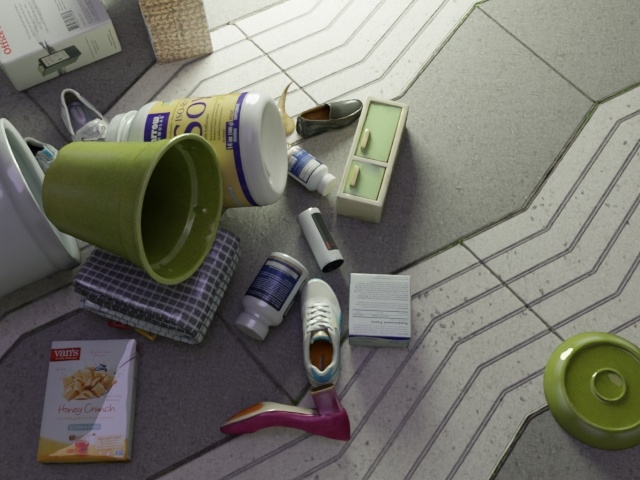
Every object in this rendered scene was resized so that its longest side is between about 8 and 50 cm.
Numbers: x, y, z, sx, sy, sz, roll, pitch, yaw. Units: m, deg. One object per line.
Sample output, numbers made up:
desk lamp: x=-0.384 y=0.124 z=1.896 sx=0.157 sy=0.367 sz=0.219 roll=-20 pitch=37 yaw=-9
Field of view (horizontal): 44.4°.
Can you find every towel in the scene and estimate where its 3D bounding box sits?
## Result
towel: x=-0.328 y=0.056 z=1.573 sx=0.284 sy=0.121 sz=0.235 roll=18 pitch=66 yaw=8

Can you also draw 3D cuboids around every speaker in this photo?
speaker: x=0.000 y=0.000 z=1.683 sx=0.055 sy=0.055 sz=0.136 roll=-22 pitch=67 yaw=-9

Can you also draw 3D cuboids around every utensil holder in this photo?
utensil holder: x=-0.726 y=-0.014 z=1.550 sx=0.386 sy=0.327 sz=0.327 roll=-26 pitch=68 yaw=-10

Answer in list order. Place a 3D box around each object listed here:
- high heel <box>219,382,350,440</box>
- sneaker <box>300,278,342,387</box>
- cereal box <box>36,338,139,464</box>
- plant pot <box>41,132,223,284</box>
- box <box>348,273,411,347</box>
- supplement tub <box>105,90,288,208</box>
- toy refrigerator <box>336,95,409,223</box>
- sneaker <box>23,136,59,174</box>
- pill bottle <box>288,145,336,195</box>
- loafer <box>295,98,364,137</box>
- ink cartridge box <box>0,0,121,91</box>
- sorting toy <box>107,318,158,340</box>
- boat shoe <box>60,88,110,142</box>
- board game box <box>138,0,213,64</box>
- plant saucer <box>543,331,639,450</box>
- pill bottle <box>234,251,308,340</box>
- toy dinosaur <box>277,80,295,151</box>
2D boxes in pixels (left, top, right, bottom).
high heel: x=-0.067 y=0.365 z=1.520 sx=0.244 sy=0.082 sz=0.117 roll=-18 pitch=94 yaw=-2
sneaker: x=0.003 y=0.178 z=1.581 sx=0.088 sy=0.092 sz=0.228 roll=-7 pitch=64 yaw=-1
cereal box: x=-0.453 y=0.315 z=1.546 sx=0.173 sy=0.047 sz=0.240 roll=-2 pitch=65 yaw=-1
plant pot: x=-0.360 y=-0.078 z=1.456 sx=0.254 sy=0.276 sz=0.276 roll=11 pitch=65 yaw=21
box: x=0.121 y=0.144 z=1.606 sx=0.126 sy=0.072 sz=0.137 roll=3 pitch=65 yaw=1
supplement tub: x=-0.254 y=-0.181 z=1.649 sx=0.331 sy=0.241 sz=0.241 roll=-4 pitch=65 yaw=13
toy refrigerator: x=0.117 y=-0.184 z=1.744 sx=0.102 sy=0.094 sz=0.269 roll=14 pitch=67 yaw=7
sneaker: x=-0.593 y=-0.169 z=1.751 sx=0.191 sy=0.083 sz=0.071 roll=28 pitch=67 yaw=11
pill bottle: x=-0.025 y=-0.152 z=1.745 sx=0.120 sy=0.067 sz=0.067 roll=37 pitch=71 yaw=16
loafer: x=0.024 y=-0.290 z=1.811 sx=0.170 sy=0.061 sz=0.062 roll=-24 pitch=67 yaw=-11
ink cartridge box: x=-0.650 y=-0.509 z=1.888 sx=0.273 sy=0.114 sz=0.198 roll=-25 pitch=67 yaw=-11
sorting toy: x=-0.352 y=0.082 z=1.653 sx=0.132 sy=0.046 sz=0.274 roll=7 pitch=65 yaw=4
boat shoe: x=-0.512 y=-0.232 z=1.770 sx=0.098 sy=0.096 sz=0.277 roll=-36 pitch=70 yaw=-15
board game box: x=-0.370 y=-0.615 z=1.870 sx=0.141 sy=0.232 sz=0.291 roll=-16 pitch=67 yaw=-7
plant saucer: x=0.567 y=0.290 z=1.555 sx=0.241 sy=0.037 sz=0.240 roll=0 pitch=65 yaw=1
pill bottle: x=-0.104 y=0.116 z=1.608 sx=0.094 sy=0.094 sz=0.169 roll=26 pitch=68 yaw=12
toy dinosaur: x=-0.104 y=-0.283 z=1.825 sx=0.093 sy=0.053 sz=0.183 roll=4 pitch=72 yaw=-15
